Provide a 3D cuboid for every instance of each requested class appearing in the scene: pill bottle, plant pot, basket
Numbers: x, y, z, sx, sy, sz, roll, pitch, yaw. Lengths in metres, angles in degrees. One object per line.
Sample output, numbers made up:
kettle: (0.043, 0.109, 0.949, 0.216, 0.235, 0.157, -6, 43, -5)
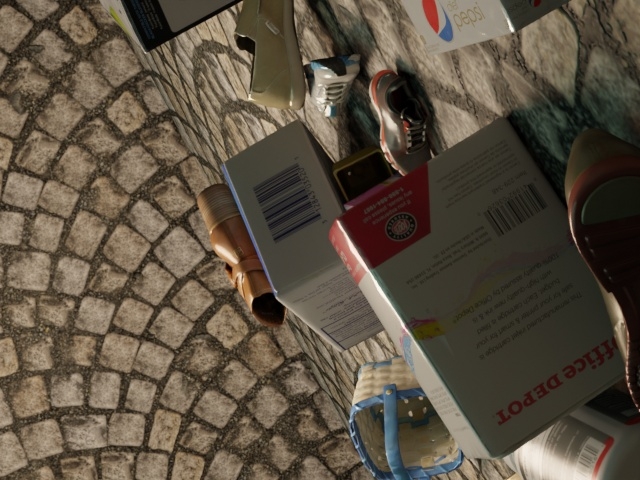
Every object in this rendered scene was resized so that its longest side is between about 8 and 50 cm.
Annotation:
pill bottle: (0.323, 0.250, 1.321, 0.161, 0.161, 0.283, 62, 169, -12)
plant pot: (0.064, -0.098, 1.764, 0.081, 0.081, 0.083, 63, 179, -20)
basket: (0.161, 0.366, 2.136, 0.289, 0.201, 0.255, -86, -20, -48)

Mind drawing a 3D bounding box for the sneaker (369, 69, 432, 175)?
sneaker: (0.112, -0.144, 1.492, 0.065, 0.061, 0.158, 24, 144, 60)

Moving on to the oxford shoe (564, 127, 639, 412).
oxford shoe: (0.315, 0.048, 1.046, 0.130, 0.123, 0.348, -87, -25, -59)

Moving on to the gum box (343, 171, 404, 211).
gum box: (0.128, 0.004, 1.666, 0.188, 0.107, 0.062, 62, 169, -11)

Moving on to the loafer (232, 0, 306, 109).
loafer: (-0.084, -0.317, 1.665, 0.102, 0.092, 0.269, 145, 114, -79)

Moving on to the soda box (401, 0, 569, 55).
soda box: (0.149, -0.228, 1.078, 0.074, 0.069, 0.216, 61, 169, -10)

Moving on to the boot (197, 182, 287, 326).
boot: (-0.096, 0.044, 1.913, 0.220, 0.109, 0.283, 61, 180, 26)

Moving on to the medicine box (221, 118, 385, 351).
medicine box: (0.000, 0.000, 1.837, 0.264, 0.149, 0.289, 66, -171, 29)

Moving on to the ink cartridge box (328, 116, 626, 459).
ink cartridge box: (0.182, 0.056, 1.268, 0.306, 0.226, 0.131, 59, 169, 5)

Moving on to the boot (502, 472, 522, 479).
boot: (0.370, 0.446, 1.795, 0.207, 0.090, 0.248, 58, 165, 17)

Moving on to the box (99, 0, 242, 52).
box: (-0.133, -0.358, 1.406, 0.169, 0.290, 0.087, 45, 162, 48)

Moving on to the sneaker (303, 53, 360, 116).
sneaker: (0.019, -0.216, 1.623, 0.190, 0.071, 0.083, -155, 59, -83)
